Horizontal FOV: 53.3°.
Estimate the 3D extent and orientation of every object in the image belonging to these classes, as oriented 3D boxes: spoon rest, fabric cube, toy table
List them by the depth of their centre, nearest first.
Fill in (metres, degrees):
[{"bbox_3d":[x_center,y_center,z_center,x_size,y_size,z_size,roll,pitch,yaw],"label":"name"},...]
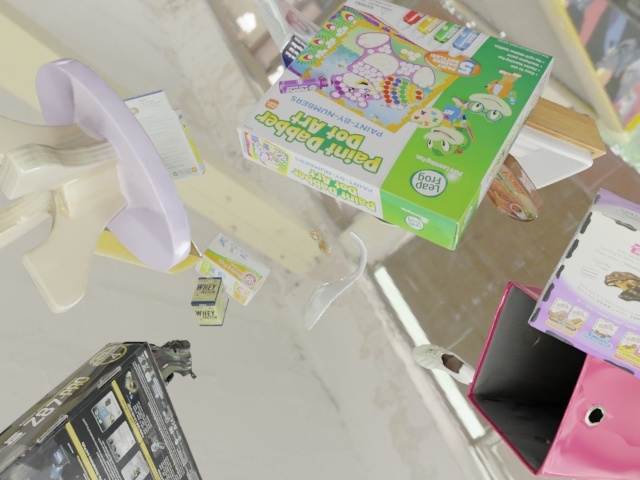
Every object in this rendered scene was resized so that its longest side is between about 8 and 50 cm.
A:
[{"bbox_3d":[-0.287,-0.061,0.714,0.161,0.252,0.274,-34,-99,-38],"label":"toy table"},{"bbox_3d":[0.461,0.248,1.127,0.258,0.254,0.259,12,-165,-18],"label":"fabric cube"},{"bbox_3d":[0.040,0.111,1.630,0.084,0.276,0.137,30,-179,0],"label":"spoon rest"}]

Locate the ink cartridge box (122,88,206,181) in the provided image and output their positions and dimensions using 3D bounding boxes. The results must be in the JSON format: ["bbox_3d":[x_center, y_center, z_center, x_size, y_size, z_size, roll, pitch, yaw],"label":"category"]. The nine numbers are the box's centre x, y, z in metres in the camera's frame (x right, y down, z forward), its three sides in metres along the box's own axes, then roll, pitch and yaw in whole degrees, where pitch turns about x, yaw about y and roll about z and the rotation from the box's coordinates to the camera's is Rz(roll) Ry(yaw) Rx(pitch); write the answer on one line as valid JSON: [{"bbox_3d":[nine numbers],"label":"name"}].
[{"bbox_3d":[-0.569,-0.323,2.069,0.072,0.304,0.307,-75,-28,-58],"label":"ink cartridge box"}]

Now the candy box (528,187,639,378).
[{"bbox_3d":[0.383,0.057,0.802,0.165,0.196,0.070,27,-141,17],"label":"candy box"}]

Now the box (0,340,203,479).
[{"bbox_3d":[-0.314,0.400,0.961,0.318,0.097,0.394,-51,-51,-59],"label":"box"}]

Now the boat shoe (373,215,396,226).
[{"bbox_3d":[0.169,-0.106,1.830,0.233,0.084,0.079,29,174,30],"label":"boat shoe"}]

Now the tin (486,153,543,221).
[{"bbox_3d":[0.367,-0.112,1.262,0.189,0.040,0.106,48,165,-24],"label":"tin"}]

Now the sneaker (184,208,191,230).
[{"bbox_3d":[-0.480,-0.125,2.026,0.091,0.094,0.258,-71,-41,-71],"label":"sneaker"}]

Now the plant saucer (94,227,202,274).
[{"bbox_3d":[-0.511,-0.001,1.745,0.333,0.081,0.333,18,-173,-21],"label":"plant saucer"}]

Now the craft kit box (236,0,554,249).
[{"bbox_3d":[0.082,-0.141,0.679,0.250,0.246,0.061,25,155,18],"label":"craft kit box"}]

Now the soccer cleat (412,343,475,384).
[{"bbox_3d":[0.302,0.296,1.596,0.196,0.068,0.076,19,157,49],"label":"soccer cleat"}]

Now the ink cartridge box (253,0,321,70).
[{"bbox_3d":[-0.005,-0.336,1.169,0.223,0.045,0.224,23,-145,-45],"label":"ink cartridge box"}]

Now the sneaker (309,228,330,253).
[{"bbox_3d":[0.000,0.000,1.804,0.083,0.032,0.037,54,-172,-16],"label":"sneaker"}]

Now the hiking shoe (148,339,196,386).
[{"bbox_3d":[-0.428,0.323,1.626,0.086,0.227,0.114,-28,-72,-69],"label":"hiking shoe"}]

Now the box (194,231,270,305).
[{"bbox_3d":[-0.273,0.091,1.988,0.203,0.114,0.103,37,-124,0],"label":"box"}]

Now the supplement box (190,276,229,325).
[{"bbox_3d":[-0.255,0.141,1.478,0.083,0.056,0.083,-83,-12,-45],"label":"supplement box"}]

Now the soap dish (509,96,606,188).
[{"bbox_3d":[0.431,-0.209,1.386,0.229,0.118,0.291,18,167,-12],"label":"soap dish"}]
